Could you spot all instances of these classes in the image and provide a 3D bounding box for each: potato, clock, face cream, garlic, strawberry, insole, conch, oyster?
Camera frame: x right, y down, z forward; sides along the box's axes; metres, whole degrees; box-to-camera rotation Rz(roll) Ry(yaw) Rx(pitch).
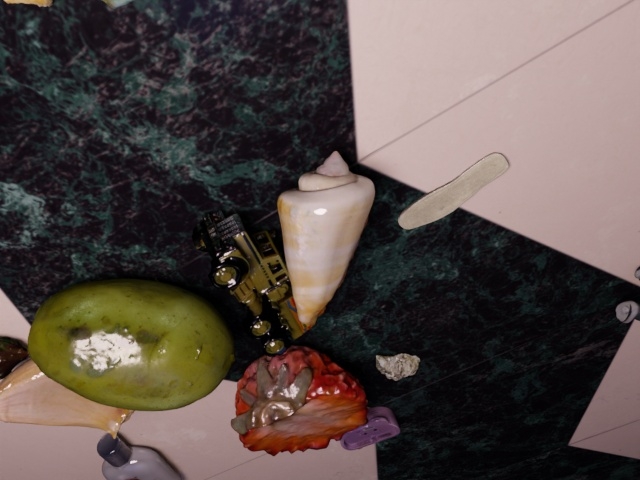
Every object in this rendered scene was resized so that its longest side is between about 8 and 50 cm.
[{"bbox_3d":[-0.289,0.163,0.830,0.304,0.216,0.216,7,132,-24],"label":"potato"},{"bbox_3d":[0.111,0.459,1.297,0.152,0.050,0.110,-25,133,13],"label":"clock"},{"bbox_3d":[-0.447,0.553,1.272,0.143,0.071,0.291,-12,134,1],"label":"face cream"},{"bbox_3d":[-0.451,0.268,0.928,0.244,0.164,0.145,6,150,-25],"label":"garlic"},{"bbox_3d":[-0.032,0.328,1.092,0.265,0.149,0.336,-35,141,13],"label":"strawberry"},{"bbox_3d":[0.207,-0.073,0.829,0.192,0.010,0.063,-35,130,22],"label":"insole"},{"bbox_3d":[-0.010,-0.006,0.752,0.127,0.158,0.255,22,107,5],"label":"conch"},{"bbox_3d":[0.170,0.274,1.137,0.100,0.037,0.098,-8,135,-3],"label":"oyster"}]

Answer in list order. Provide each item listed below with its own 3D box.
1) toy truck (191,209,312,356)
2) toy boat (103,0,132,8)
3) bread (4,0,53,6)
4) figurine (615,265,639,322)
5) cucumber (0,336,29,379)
[{"bbox_3d":[-0.095,0.063,0.833,0.127,0.127,0.257,-31,132,-1],"label":"toy truck"},{"bbox_3d":[-0.233,-0.332,0.447,0.111,0.084,0.276,-20,133,7],"label":"toy boat"},{"bbox_3d":[-0.310,-0.275,0.523,0.083,0.035,0.070,4,134,-23],"label":"bread"},{"bbox_3d":[0.708,0.092,0.998,0.265,0.140,0.193,-15,119,-16],"label":"figurine"},{"bbox_3d":[-0.686,0.208,0.878,0.358,0.096,0.096,2,133,-12],"label":"cucumber"}]
